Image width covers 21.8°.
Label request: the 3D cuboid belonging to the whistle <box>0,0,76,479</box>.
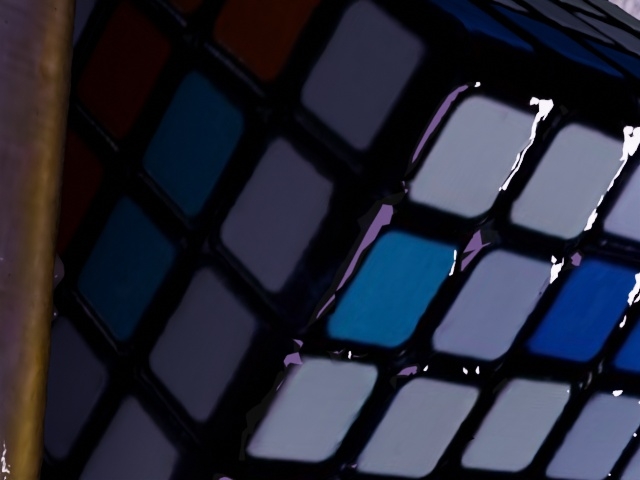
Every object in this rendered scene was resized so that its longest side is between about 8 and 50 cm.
[{"bbox_3d":[-0.078,-0.050,0.352,0.057,0.068,0.326,6,93,-7],"label":"whistle"}]

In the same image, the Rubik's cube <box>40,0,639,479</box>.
[{"bbox_3d":[0.000,0.000,0.467,0.184,0.182,0.187,14,113,-44],"label":"Rubik's cube"}]
